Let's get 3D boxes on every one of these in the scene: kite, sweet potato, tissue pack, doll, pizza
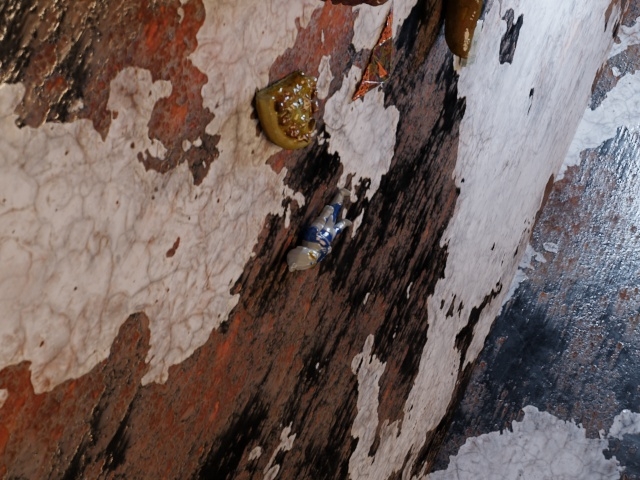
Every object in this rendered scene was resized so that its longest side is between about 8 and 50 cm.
[{"bbox_3d":[0.120,-0.346,1.643,0.222,0.008,0.125,-67,157,-4],"label":"kite"},{"bbox_3d":[0.317,-0.563,1.764,0.114,0.092,0.342,-55,152,-44],"label":"sweet potato"},{"bbox_3d":[0.362,-0.474,1.998,0.056,0.023,0.108,-33,136,-51],"label":"tissue pack"},{"bbox_3d":[0.000,0.000,1.609,0.227,0.057,0.114,-47,151,-42],"label":"doll"},{"bbox_3d":[-0.046,-0.218,1.365,0.175,0.046,0.134,18,92,-64],"label":"pizza"}]

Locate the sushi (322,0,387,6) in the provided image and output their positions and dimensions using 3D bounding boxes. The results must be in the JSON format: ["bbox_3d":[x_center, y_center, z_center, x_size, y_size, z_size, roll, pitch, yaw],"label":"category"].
[{"bbox_3d":[0.029,-0.468,1.189,0.237,0.170,0.270,-64,152,-10],"label":"sushi"}]
